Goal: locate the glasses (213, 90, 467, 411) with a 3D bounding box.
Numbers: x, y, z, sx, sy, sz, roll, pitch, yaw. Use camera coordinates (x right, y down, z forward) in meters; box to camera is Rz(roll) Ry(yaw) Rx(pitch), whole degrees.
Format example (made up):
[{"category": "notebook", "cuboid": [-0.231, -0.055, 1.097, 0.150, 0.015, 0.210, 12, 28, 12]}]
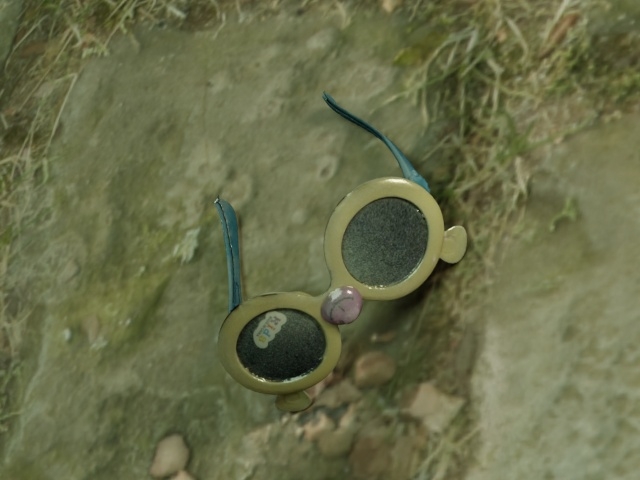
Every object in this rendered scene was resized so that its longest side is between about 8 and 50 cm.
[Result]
[{"category": "glasses", "cuboid": [-0.021, -0.015, 1.309, 0.189, 0.088, 0.220, -45, 42, 13]}]
